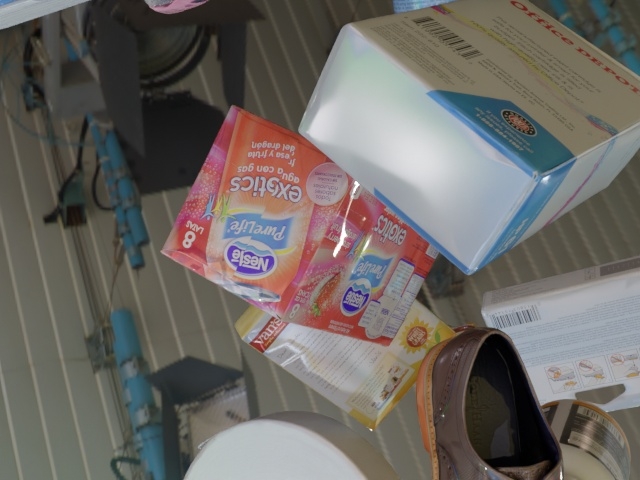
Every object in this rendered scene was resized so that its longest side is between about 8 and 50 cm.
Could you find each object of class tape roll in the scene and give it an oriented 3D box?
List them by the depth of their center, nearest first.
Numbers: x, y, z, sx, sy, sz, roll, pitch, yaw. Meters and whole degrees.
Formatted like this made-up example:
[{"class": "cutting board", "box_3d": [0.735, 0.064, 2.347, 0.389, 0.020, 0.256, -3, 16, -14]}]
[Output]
[{"class": "tape roll", "box_3d": [-0.037, 0.426, 1.270, 0.072, 0.392, 0.392, -2, -125, -55]}]

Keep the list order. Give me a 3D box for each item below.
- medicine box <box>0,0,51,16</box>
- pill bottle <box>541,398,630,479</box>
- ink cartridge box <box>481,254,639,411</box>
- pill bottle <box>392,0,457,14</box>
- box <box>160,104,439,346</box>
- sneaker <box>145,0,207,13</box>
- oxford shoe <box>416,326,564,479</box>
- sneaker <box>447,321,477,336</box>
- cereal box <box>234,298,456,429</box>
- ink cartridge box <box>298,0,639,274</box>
[{"class": "medicine box", "box_3d": [-0.338, -0.307, 0.986, 0.289, 0.264, 0.149, -45, -58, -62]}, {"class": "pill bottle", "box_3d": [0.315, 0.321, 1.223, 0.162, 0.162, 0.278, 41, -159, 10]}, {"class": "ink cartridge box", "box_3d": [0.463, 0.179, 1.641, 0.261, 0.296, 0.066, 66, -156, -21]}, {"class": "pill bottle", "box_3d": [0.096, -0.192, 0.702, 0.087, 0.087, 0.160, -18, -71, -24]}, {"class": "box", "box_3d": [0.000, 0.000, 0.926, 0.142, 0.300, 0.154, 27, -89, 25]}, {"class": "sneaker", "box_3d": [-0.038, -0.167, 0.476, 0.112, 0.131, 0.319, -20, -138, -39]}, {"class": "oxford shoe", "box_3d": [0.168, 0.259, 0.873, 0.130, 0.133, 0.363, -9, -106, -13]}, {"class": "sneaker", "box_3d": [0.138, 0.163, 1.420, 0.225, 0.088, 0.092, 3, -136, 5]}, {"class": "cereal box", "box_3d": [0.035, 0.113, 1.191, 0.240, 0.047, 0.173, 40, -86, -26]}, {"class": "ink cartridge box", "box_3d": [0.067, -0.049, 0.366, 0.088, 0.052, 0.122, 42, -140, 20]}]
